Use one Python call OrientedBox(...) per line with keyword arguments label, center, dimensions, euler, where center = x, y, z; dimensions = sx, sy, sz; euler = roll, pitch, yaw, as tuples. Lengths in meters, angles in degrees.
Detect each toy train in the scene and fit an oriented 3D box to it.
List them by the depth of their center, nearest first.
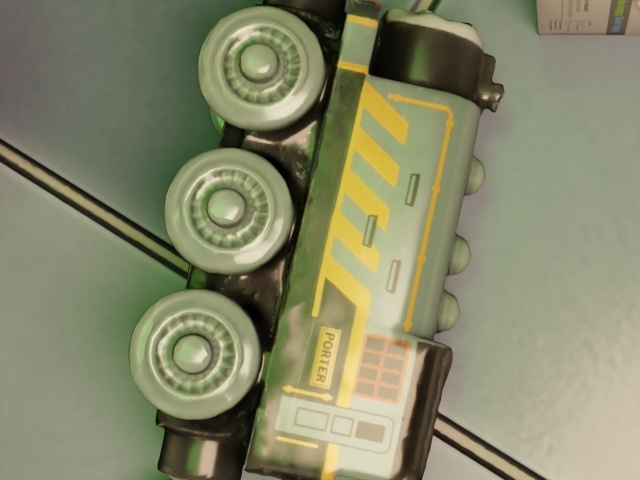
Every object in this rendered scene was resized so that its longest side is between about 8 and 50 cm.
OrientedBox(label="toy train", center=(0.000, 0.000, 0.766), dimensions=(0.190, 0.142, 0.333), euler=(13, 83, 0))

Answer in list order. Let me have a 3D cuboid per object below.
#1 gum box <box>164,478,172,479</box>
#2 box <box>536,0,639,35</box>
OrientedBox(label="gum box", center=(-0.113, 0.274, 0.791), dimensions=(0.157, 0.041, 0.184), euler=(-33, 77, 4))
OrientedBox(label="box", center=(0.223, -0.157, 0.732), dimensions=(0.186, 0.145, 0.038), euler=(2, 85, 10))
